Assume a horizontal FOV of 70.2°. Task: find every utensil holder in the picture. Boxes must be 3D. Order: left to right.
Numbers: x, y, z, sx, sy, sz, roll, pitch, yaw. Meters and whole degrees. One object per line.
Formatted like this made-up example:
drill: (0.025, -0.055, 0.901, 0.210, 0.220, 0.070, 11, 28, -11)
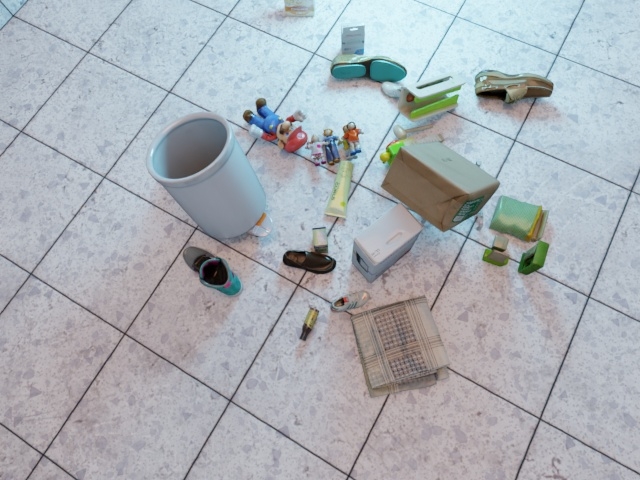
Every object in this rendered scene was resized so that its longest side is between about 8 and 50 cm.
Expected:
utensil holder: (-0.414, -0.230, 1.725, 0.327, 0.385, 0.328, -8, 56, 11)

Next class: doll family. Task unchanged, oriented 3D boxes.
doll family: (0.071, -0.415, 1.954, 0.262, 0.118, 0.163, -14, 77, 18)

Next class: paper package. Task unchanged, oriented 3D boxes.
paper package: (0.432, -0.206, 1.629, 0.309, 0.168, 0.324, 40, 34, 24)

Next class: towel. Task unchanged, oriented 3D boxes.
towel: (0.294, 0.394, 1.690, 0.312, 0.056, 0.325, -14, 72, -2)

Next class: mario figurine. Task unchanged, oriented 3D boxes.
mario figurine: (-0.185, -0.506, 1.949, 0.320, 0.170, 0.198, 36, 112, 21)

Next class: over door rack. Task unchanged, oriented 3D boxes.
over door rack: (0.533, -0.186, 1.851, 0.239, 0.108, 0.324, 7, 58, 6)

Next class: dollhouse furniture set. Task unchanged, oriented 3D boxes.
dollhouse furniture set: (0.769, -0.047, 1.757, 0.197, 0.151, 0.302, 20, 74, 10)

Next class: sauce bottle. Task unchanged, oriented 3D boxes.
sauce bottle: (-0.044, 0.321, 1.741, 0.042, 0.042, 0.128, 19, 76, 9)

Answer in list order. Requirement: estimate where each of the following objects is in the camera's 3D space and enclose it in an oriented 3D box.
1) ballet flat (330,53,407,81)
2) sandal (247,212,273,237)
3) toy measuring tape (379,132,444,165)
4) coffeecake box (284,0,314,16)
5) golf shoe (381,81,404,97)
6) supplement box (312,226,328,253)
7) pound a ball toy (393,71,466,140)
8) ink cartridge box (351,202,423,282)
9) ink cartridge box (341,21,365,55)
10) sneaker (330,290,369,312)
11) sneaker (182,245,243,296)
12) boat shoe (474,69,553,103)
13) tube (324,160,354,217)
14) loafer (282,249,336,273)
ballet flat: (0.218, -0.793, 2.060, 0.348, 0.123, 0.123, 2, 72, 4)
sandal: (-0.289, -0.079, 1.874, 0.265, 0.076, 0.102, 27, 68, 30)
toy measuring tape: (0.378, -0.379, 1.934, 0.330, 0.121, 0.121, -21, 70, -27)
coffeecake box: (-0.101, -1.156, 2.153, 0.142, 0.185, 0.068, 2, 72, 4)
golf shoe: (0.348, -0.669, 2.021, 0.176, 0.086, 0.069, 35, 79, 15)
supplement box: (0.000, 0.000, 1.821, 0.056, 0.083, 0.083, -6, 71, 2)
pound a ball toy: (0.444, -0.585, 1.955, 0.319, 0.208, 0.136, -24, 55, -22)
ink cartridge box: (0.237, 0.017, 1.685, 0.226, 0.306, 0.131, -38, 74, -9)
ink cartridge box: (0.147, -0.928, 2.067, 0.104, 0.180, 0.060, -6, 72, 1)
sneaker: (0.113, 0.232, 1.742, 0.161, 0.075, 0.057, -18, 72, -2)
sneaker: (-0.441, 0.103, 1.762, 0.295, 0.178, 0.124, 34, 77, 13)
boat shoe: (0.830, -0.650, 1.979, 0.323, 0.122, 0.120, 12, 78, 16)
tube: (0.087, -0.214, 1.902, 0.070, 0.062, 0.240, 1, 72, 46)
loafer: (-0.047, 0.081, 1.799, 0.219, 0.078, 0.080, 6, 72, 5)
